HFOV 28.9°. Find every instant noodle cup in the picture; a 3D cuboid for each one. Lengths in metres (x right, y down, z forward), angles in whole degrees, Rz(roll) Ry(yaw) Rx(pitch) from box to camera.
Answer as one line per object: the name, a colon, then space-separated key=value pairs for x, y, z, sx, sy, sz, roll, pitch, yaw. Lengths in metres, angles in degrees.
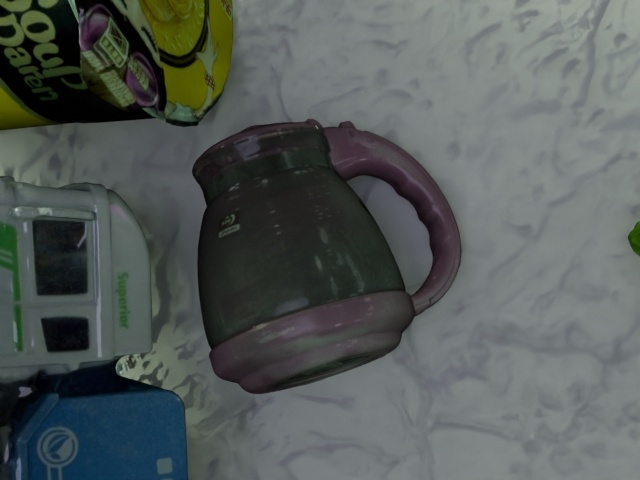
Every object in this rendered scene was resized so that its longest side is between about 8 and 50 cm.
instant noodle cup: x=-0.190 y=-0.144 z=0.687 sx=0.236 sy=0.215 sz=0.216 roll=-11 pitch=90 yaw=19

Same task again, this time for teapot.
teapot: x=-0.005 y=0.000 z=0.693 sx=0.148 sy=0.116 sz=0.146 roll=-20 pitch=78 yaw=15

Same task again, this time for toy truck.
toy truck: x=-0.172 y=0.142 z=0.686 sx=0.175 sy=0.146 sz=0.367 roll=-4 pitch=92 yaw=-27

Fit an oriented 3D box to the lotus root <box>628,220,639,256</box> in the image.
lotus root: x=0.239 y=0.013 z=0.632 sx=0.186 sy=0.186 sz=0.186 roll=0 pitch=92 yaw=11
